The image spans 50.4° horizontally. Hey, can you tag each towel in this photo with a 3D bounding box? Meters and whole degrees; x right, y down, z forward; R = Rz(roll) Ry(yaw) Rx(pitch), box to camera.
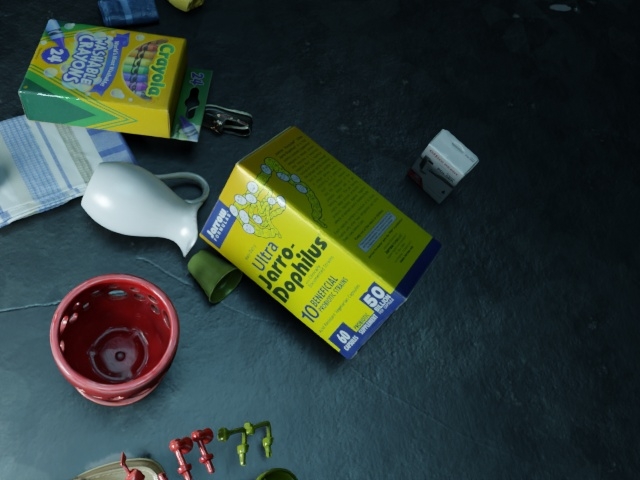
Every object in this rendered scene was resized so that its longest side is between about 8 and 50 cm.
[{"bbox_3d":[-0.408,-0.489,1.451,0.120,0.029,0.067,-14,72,-19],"label":"towel"},{"bbox_3d":[-0.509,-0.155,1.279,0.285,0.034,0.209,-25,73,-24],"label":"towel"}]

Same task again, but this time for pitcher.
[{"bbox_3d":[-0.315,-0.081,1.256,0.207,0.125,0.177,23,49,-15],"label":"pitcher"}]

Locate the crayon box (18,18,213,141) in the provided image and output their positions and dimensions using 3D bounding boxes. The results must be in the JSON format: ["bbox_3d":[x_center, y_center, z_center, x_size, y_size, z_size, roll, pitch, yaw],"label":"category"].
[{"bbox_3d":[-0.384,-0.311,1.317,0.323,0.083,0.203,7,57,-5],"label":"crayon box"}]

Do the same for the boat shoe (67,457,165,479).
[{"bbox_3d":[-0.391,0.426,1.012,0.341,0.110,0.121,-21,74,-21],"label":"boat shoe"}]

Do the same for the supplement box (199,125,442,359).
[{"bbox_3d":[0.000,0.000,1.219,0.357,0.194,0.195,39,40,5],"label":"supplement box"}]

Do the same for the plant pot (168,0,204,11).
[{"bbox_3d":[-0.293,-0.551,1.482,0.082,0.081,0.083,-34,89,-25],"label":"plant pot"}]

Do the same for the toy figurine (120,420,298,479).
[{"bbox_3d":[-0.217,0.423,1.046,0.363,0.217,0.191,5,52,-60],"label":"toy figurine"}]

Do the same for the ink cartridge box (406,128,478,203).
[{"bbox_3d":[0.251,-0.151,1.410,0.099,0.135,0.056,43,65,7],"label":"ink cartridge box"}]

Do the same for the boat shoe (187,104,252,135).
[{"bbox_3d":[-0.204,-0.243,1.384,0.133,0.049,0.042,7,58,-16],"label":"boat shoe"}]

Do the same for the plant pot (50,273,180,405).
[{"bbox_3d":[-0.328,0.168,1.104,0.191,0.174,0.191,5,67,-12],"label":"plant pot"}]

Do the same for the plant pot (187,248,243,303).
[{"bbox_3d":[-0.199,0.058,1.244,0.079,0.083,0.083,39,63,17],"label":"plant pot"}]
